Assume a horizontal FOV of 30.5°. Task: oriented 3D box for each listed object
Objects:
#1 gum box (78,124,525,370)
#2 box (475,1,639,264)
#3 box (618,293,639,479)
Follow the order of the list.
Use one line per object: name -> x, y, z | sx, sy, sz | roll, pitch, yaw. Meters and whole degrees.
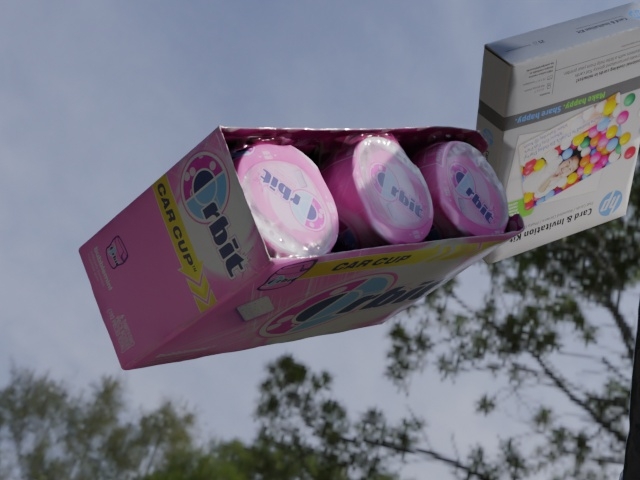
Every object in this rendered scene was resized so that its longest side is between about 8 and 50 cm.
gum box -> 0.000, 0.000, 0.544 | 0.188, 0.062, 0.107 | -6, -23, -48
box -> 0.188, -0.082, 0.924 | 0.145, 0.038, 0.186 | -18, -47, -22
box -> 0.382, 0.035, 0.588 | 0.395, 0.293, 0.212 | 5, 1, 40
